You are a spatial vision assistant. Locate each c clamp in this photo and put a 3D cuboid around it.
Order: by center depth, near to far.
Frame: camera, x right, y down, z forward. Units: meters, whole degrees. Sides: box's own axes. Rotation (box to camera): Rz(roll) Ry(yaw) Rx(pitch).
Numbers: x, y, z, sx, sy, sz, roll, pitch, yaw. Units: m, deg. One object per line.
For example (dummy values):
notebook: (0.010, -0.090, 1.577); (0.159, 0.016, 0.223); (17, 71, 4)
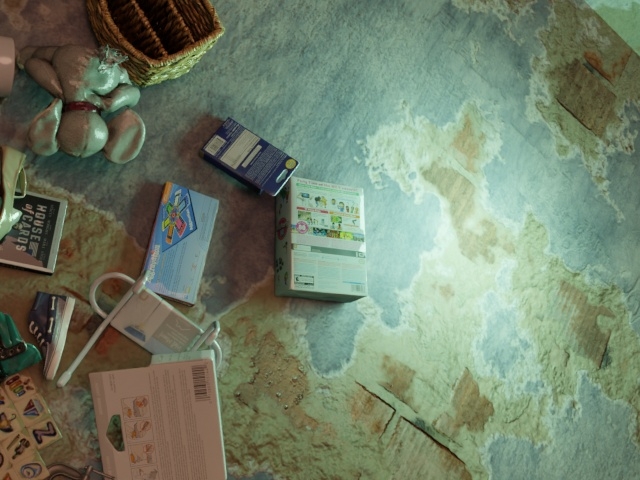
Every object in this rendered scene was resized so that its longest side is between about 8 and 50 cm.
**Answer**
c clamp: (-0.531, 0.535, 1.667); (0.137, 0.022, 0.160); (29, 64, -2)

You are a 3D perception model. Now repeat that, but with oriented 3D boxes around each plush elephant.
plush elephant: (-0.541, -0.294, 1.805); (0.272, 0.330, 0.255); (15, 87, -32)

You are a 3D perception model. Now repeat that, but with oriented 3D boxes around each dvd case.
dvd case: (-0.694, -0.032, 1.762); (0.239, 0.029, 0.179); (14, 69, -24)

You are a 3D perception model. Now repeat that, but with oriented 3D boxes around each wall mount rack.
wall mount rack: (-0.401, 0.246, 1.790); (0.350, 0.130, 0.304); (38, 94, -13)

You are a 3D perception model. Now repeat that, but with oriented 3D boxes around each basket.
basket: (-0.421, -0.557, 1.947); (0.213, 0.223, 0.299); (-28, 90, -40)

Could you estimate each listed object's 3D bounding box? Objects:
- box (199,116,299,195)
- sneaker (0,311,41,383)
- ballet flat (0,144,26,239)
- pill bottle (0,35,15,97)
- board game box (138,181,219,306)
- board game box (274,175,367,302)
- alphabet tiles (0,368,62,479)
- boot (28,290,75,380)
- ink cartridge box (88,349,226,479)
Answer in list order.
box: (-0.181, -0.209, 2.060); (0.225, 0.036, 0.136); (33, 60, 5)
sneaker: (-0.659, 0.272, 1.623); (0.178, 0.124, 0.295); (-7, 74, -19)
ballet flat: (-0.680, -0.087, 1.728); (0.086, 0.086, 0.248); (11, 69, -26)
pill bottle: (-0.819, -0.389, 1.725); (0.283, 0.161, 0.161); (2, 74, -28)
board game box: (-0.344, 0.008, 1.944); (0.145, 0.027, 0.281); (21, 66, -24)
board game box: (0.000, 0.000, 2.096); (0.224, 0.097, 0.303); (8, 72, -27)
alphabet tiles: (-0.719, 0.411, 1.617); (0.343, 0.011, 0.285); (-27, 87, -32)
boot: (-0.595, 0.205, 1.730); (0.086, 0.069, 0.190); (14, 61, -16)
ink cartridge box: (-0.346, 0.395, 1.733); (0.261, 0.066, 0.296); (-5, 105, -5)
